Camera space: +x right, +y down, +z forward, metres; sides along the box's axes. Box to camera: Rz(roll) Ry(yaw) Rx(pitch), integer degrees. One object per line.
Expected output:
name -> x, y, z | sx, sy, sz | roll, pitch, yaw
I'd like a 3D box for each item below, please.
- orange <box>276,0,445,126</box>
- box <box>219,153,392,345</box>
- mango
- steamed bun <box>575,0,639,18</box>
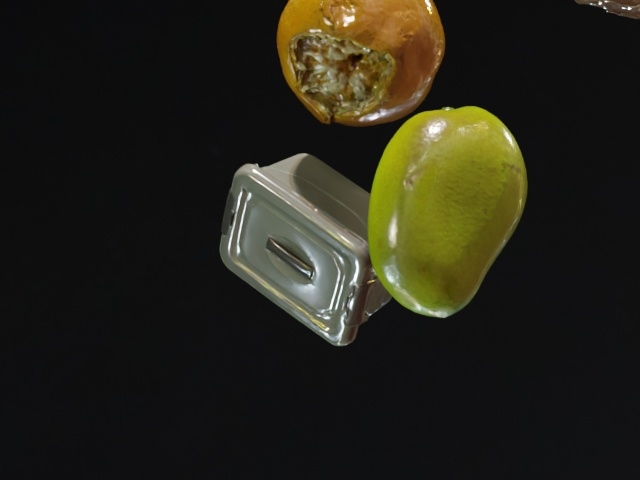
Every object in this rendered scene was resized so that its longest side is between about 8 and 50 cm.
orange -> 0.037, -0.175, 1.793 | 0.155, 0.134, 0.154 | 0, -68, 0
box -> 0.000, 0.000, 1.833 | 0.093, 0.172, 0.124 | -30, -34, -41
mango -> 0.092, -0.028, 1.497 | 0.117, 0.089, 0.163 | 41, -119, -23
steamed bun -> 0.133, -0.283, 1.018 | 0.301, 0.251, 0.199 | 33, -48, -8
